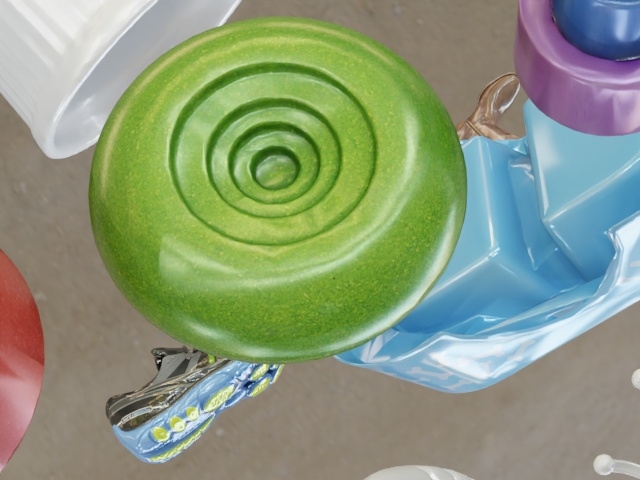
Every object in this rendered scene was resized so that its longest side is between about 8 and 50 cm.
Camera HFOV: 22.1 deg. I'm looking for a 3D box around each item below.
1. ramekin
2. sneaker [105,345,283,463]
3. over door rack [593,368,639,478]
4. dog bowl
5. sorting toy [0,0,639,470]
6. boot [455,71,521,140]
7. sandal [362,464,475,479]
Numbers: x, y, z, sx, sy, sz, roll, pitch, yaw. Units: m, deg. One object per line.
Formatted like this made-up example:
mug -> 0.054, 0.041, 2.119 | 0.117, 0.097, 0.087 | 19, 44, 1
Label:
ramekin -> -0.186, -0.215, 1.445 | 0.135, 0.277, 0.277 | 44, 88, 4
sneaker -> -0.091, 0.100, 1.294 | 0.188, 0.078, 0.067 | -34, 148, -33
over door rack -> 0.337, 0.170, 1.582 | 0.324, 0.108, 0.239 | -33, 147, -57
dog bowl -> 0.124, -0.020, 0.914 | 0.297, 0.166, 0.074 | -34, 128, 29
sorting toy -> -0.039, -0.033, 0.497 | 0.365, 0.127, 0.126 | -23, 155, -8
boot -> 0.184, -0.115, 1.661 | 0.037, 0.114, 0.106 | 37, 96, -23
sandal -> 0.115, 0.234, 0.796 | 0.102, 0.169, 0.416 | -37, 139, 15
